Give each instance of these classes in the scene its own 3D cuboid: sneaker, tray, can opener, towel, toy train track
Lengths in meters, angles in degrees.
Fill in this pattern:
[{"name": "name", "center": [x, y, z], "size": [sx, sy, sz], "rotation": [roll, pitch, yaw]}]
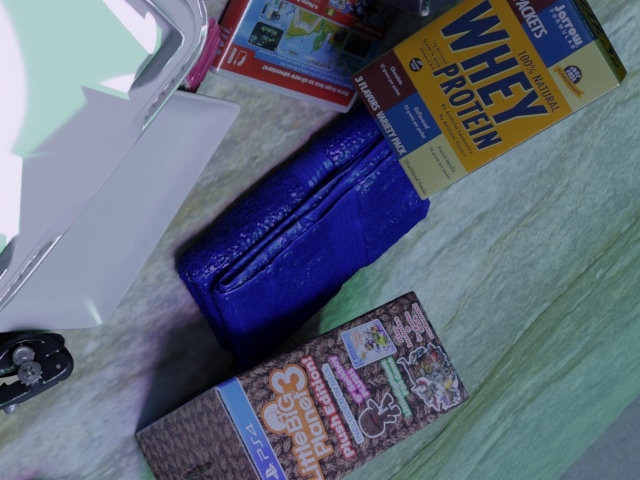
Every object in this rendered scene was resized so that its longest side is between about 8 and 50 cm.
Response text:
[{"name": "sneaker", "center": [-0.131, -0.167, 0.727], "size": [0.170, 0.074, 0.063], "rotation": [59, 54, -79]}, {"name": "tray", "center": [-0.189, -0.026, 0.786], "size": [0.145, 0.030, 0.270], "rotation": [3, 130, -52]}, {"name": "can opener", "center": [-0.304, 0.137, 0.802], "size": [0.186, 0.059, 0.073], "rotation": [-28, 172, -21]}, {"name": "towel", "center": [0.000, 0.000, 1.030], "size": [0.308, 0.076, 0.228], "rotation": [-41, 145, -15]}, {"name": "toy train track", "center": [-0.033, 0.107, 1.134], "size": [0.083, 0.048, 0.014], "rotation": [-44, 164, -45]}]

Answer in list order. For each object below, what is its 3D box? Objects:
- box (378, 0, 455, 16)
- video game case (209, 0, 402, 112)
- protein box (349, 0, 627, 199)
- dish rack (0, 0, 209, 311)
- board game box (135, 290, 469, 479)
[{"name": "box", "center": [0.190, -0.413, 0.802], "size": [0.395, 0.097, 0.318], "rotation": [-31, 135, -32]}, {"name": "video game case", "center": [0.026, -0.264, 0.847], "size": [0.204, 0.025, 0.285], "rotation": [6, 117, -53]}, {"name": "protein box", "center": [0.171, -0.161, 0.892], "size": [0.201, 0.136, 0.200], "rotation": [-31, -179, 24]}, {"name": "dish rack", "center": [-0.215, -0.105, 0.446], "size": [0.285, 0.072, 0.333], "rotation": [-53, 137, -3]}, {"name": "board game box", "center": [-0.022, 0.201, 1.051], "size": [0.291, 0.141, 0.232], "rotation": [-22, 171, -38]}]
